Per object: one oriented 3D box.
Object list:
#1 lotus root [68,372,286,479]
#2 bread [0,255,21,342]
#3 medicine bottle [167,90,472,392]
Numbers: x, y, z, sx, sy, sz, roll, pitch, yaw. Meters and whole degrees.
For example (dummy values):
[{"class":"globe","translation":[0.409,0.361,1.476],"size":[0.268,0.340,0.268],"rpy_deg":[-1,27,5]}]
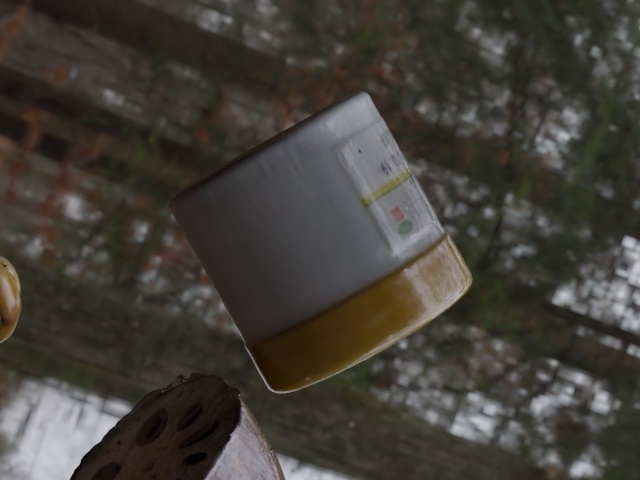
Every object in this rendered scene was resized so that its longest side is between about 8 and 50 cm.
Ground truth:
[{"class":"lotus root","translation":[-0.136,0.292,1.577],"size":[0.272,0.192,0.272],"rpy_deg":[-35,-160,15]},{"class":"bread","translation":[-0.356,0.076,1.422],"size":[0.084,0.177,0.119],"rpy_deg":[48,-35,27]},{"class":"medicine bottle","translation":[0.000,0.000,1.549],"size":[0.238,0.232,0.238],"rpy_deg":[-28,-176,2]}]
